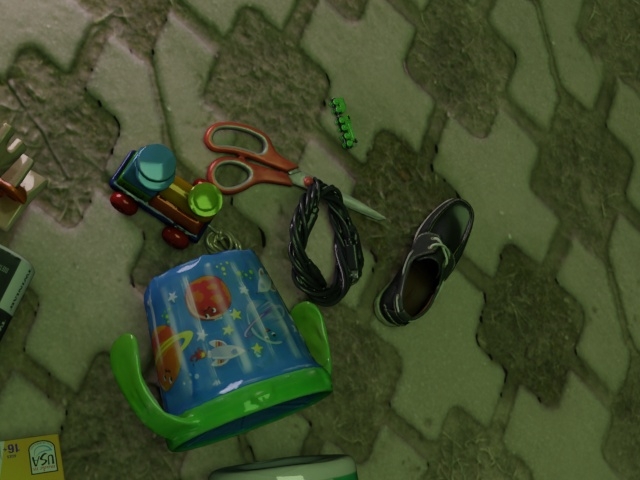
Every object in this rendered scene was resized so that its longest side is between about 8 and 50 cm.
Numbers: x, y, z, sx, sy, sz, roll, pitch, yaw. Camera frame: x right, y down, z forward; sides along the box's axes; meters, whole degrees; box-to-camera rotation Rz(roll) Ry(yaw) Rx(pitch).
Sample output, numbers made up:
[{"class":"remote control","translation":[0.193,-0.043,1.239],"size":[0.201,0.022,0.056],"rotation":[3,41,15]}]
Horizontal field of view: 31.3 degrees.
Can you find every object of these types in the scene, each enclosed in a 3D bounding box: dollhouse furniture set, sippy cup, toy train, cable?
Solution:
[{"class":"dollhouse furniture set","translation":[-0.506,-0.129,1.431],"size":[0.259,0.262,0.135],"rotation":[29,73,19]},{"class":"sippy cup","translation":[-0.128,0.140,1.537],"size":[0.240,0.305,0.224],"rotation":[-22,77,7]},{"class":"toy train","translation":[0.036,-0.179,1.744],"size":[0.024,0.017,0.083],"rotation":[-17,87,-32]},{"class":"cable","translation":[0.000,0.000,1.654],"size":[0.151,0.047,0.184],"rotation":[-25,107,-49]},{"class":"toy train","translation":[-0.165,-0.043,1.582],"size":[0.248,0.143,0.105],"rotation":[34,73,-11]}]

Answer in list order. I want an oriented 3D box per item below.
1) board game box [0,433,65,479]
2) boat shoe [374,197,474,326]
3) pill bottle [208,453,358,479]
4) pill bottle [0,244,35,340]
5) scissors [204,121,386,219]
[{"class":"board game box","translation":[-0.422,0.410,1.405],"size":[0.242,0.064,0.316],"rotation":[-5,62,-20]},{"class":"boat shoe","translation":[0.172,0.031,1.727],"size":[0.084,0.079,0.233],"rotation":[38,70,-9]},{"class":"pill bottle","translation":[-0.032,0.475,1.517],"size":[0.204,0.204,0.360],"rotation":[-5,82,-20]},{"class":"pill bottle","translation":[-0.475,0.117,1.456],"size":[0.130,0.130,0.245],"rotation":[27,74,-14]},{"class":"scissors","translation":[-0.032,-0.103,1.704],"size":[0.297,0.021,0.108],"rotation":[10,79,-17]}]
